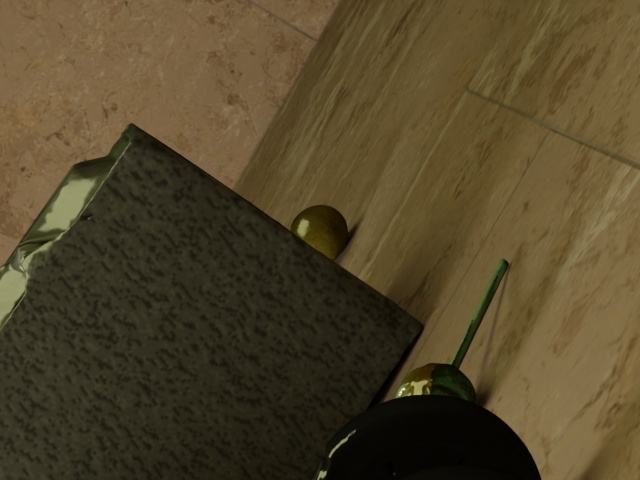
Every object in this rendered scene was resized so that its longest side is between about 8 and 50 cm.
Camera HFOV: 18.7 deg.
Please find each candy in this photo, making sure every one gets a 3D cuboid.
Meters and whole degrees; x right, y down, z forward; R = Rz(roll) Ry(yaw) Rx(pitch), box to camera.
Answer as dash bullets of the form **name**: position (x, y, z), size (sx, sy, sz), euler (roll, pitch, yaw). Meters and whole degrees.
- **candy**: position (0.110, 0.075, 1.460), size (0.061, 0.061, 0.202), euler (-52, 4, 44)

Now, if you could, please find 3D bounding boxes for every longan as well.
- **longan**: position (0.000, 0.000, 2.242), size (0.075, 0.075, 0.083), euler (-78, -22, -62)

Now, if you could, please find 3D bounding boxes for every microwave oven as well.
- **microwave oven**: position (-0.174, 0.150, 1.772), size (0.432, 0.374, 0.236), euler (-56, 8, -1)

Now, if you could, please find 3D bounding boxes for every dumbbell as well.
- **dumbbell**: position (0.066, 0.172, 1.056), size (0.143, 0.143, 0.325), euler (-60, 9, 7)
